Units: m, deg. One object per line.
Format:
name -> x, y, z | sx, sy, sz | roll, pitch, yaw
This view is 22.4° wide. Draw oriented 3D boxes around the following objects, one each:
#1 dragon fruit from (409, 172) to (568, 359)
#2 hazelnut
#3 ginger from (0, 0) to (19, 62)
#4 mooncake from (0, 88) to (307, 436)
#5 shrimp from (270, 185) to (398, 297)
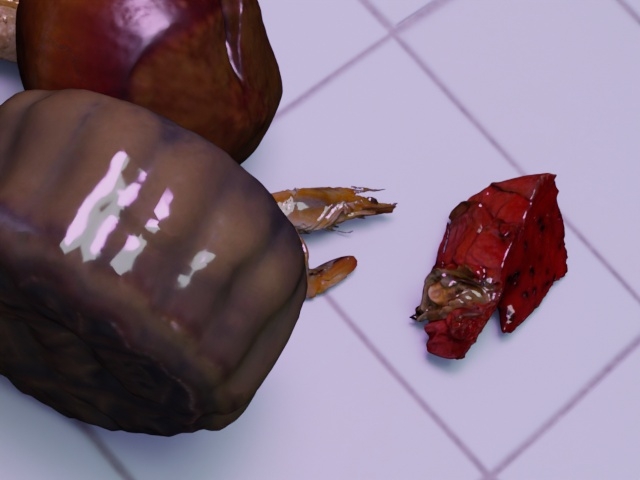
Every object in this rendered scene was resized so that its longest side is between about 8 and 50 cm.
dragon fruit -> 0.142, 0.030, 1.451 | 0.092, 0.122, 0.192 | 12, 54, 33
hazelnut -> -0.144, -0.137, 1.328 | 0.251, 0.217, 0.217 | 22, 44, -62
ginger -> -0.411, -0.269, 1.325 | 0.348, 0.122, 0.363 | -24, 82, -53
mooncake -> -0.158, 0.027, 1.202 | 0.290, 0.290, 0.161 | 30, 63, -3
shrimp -> 0.003, -0.002, 1.417 | 0.162, 0.045, 0.095 | -9, 67, -26
